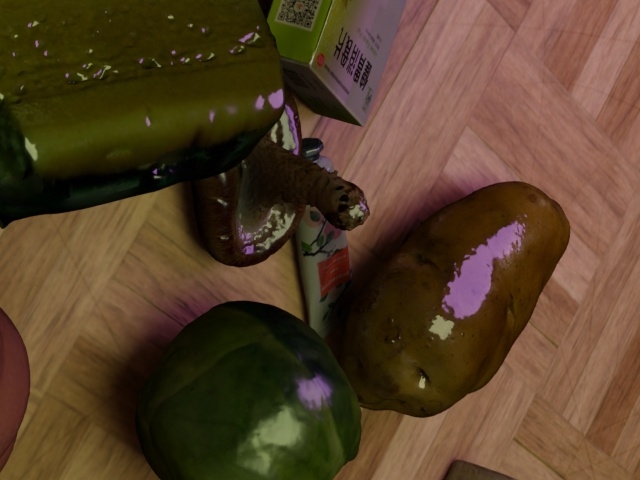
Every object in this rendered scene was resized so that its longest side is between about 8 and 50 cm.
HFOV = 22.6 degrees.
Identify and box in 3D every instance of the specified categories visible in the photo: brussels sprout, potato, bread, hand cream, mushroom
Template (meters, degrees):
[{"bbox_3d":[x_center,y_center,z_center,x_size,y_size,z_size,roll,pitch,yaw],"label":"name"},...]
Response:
[{"bbox_3d":[-0.063,0.177,1.624,0.210,0.219,0.271,-56,151,3],"label":"brussels sprout"},{"bbox_3d":[0.166,0.062,1.842,0.195,0.176,0.369,51,58,-6],"label":"potato"},{"bbox_3d":[-0.216,-0.146,1.413,0.377,0.208,0.251,-20,87,-39],"label":"bread"},{"bbox_3d":[0.000,0.000,1.755,0.080,0.050,0.234,-33,125,-37],"label":"hand cream"},{"bbox_3d":[-0.033,-0.073,1.587,0.148,0.217,0.227,-33,119,-32],"label":"mushroom"}]

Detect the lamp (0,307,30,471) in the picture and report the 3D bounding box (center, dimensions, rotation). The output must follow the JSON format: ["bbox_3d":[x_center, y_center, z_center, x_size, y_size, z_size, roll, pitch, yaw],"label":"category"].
[{"bbox_3d":[-0.392,0.120,1.294,0.305,0.239,0.305,-20,150,-12],"label":"lamp"}]

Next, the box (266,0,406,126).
[{"bbox_3d":[0.020,-0.231,1.624,0.260,0.062,0.175,35,73,-75],"label":"box"}]

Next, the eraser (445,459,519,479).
[{"bbox_3d":[0.178,0.360,1.935,0.058,0.117,0.172,42,71,-39],"label":"eraser"}]
